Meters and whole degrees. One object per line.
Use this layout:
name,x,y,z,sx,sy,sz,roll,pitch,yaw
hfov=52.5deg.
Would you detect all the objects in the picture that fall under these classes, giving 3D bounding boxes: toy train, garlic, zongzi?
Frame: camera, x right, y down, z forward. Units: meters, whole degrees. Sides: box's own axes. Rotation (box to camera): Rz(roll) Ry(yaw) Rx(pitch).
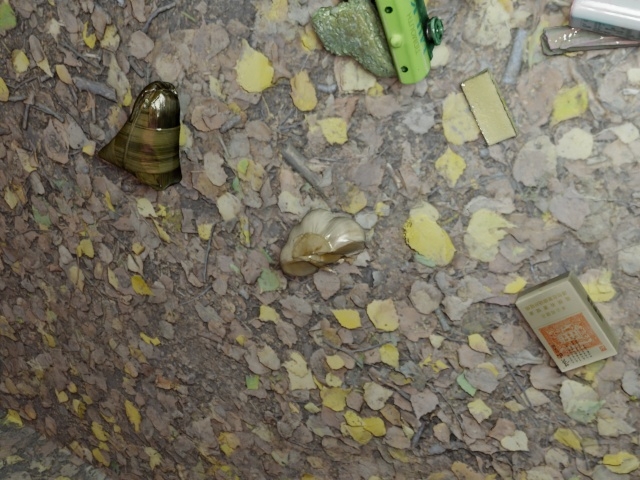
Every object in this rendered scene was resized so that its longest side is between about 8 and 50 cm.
toy train,0.164,-0.426,1.250,0.105,0.157,0.253,3,143,26
garlic,0.000,0.000,1.618,0.229,0.178,0.143,-27,68,19
zongzi,-0.502,-0.303,1.749,0.288,0.134,0.286,22,117,27

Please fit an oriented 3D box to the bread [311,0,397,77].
bread,0.080,-0.430,1.356,0.232,0.064,0.172,34,153,9

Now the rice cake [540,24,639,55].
rice cake,0.536,-0.372,1.175,0.269,0.049,0.055,2,93,28

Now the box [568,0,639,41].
box,0.616,-0.403,1.049,0.369,0.112,0.190,22,97,18

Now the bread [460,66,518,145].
bread,0.350,-0.274,1.341,0.068,0.028,0.154,-21,104,35

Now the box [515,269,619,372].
box,0.549,0.182,1.444,0.141,0.058,0.201,-30,98,36

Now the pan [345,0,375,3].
pan,0.073,-0.583,1.324,0.128,0.048,0.202,-17,107,33
